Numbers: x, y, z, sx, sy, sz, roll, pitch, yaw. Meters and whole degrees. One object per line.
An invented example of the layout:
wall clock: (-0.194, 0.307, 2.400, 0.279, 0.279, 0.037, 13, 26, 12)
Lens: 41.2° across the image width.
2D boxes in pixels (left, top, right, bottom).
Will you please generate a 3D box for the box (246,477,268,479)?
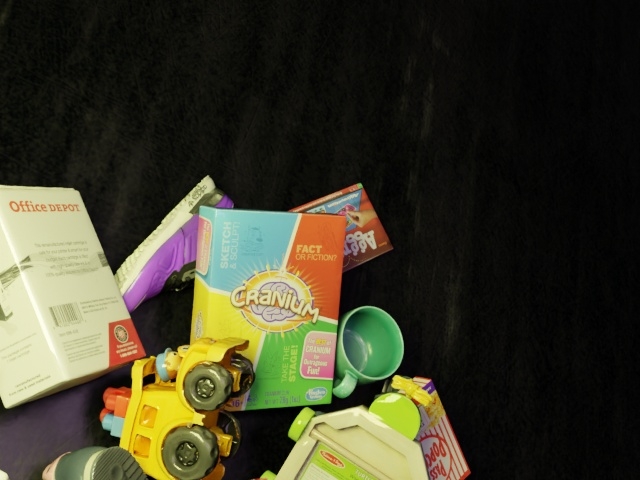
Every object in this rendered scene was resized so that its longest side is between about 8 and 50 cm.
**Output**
box: (-0.120, 0.490, 1.236, 0.128, 0.122, 0.257, -9, 77, -34)

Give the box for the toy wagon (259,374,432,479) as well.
toy wagon: (0.064, 0.366, 1.310, 0.267, 0.068, 0.344, 31, 91, 12)

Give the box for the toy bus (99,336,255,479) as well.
toy bus: (-0.218, 0.232, 1.230, 0.211, 0.149, 0.220, 14, 92, 13)

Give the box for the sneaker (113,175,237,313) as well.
sneaker: (-0.213, 0.033, 1.369, 0.146, 0.102, 0.293, 44, 55, -11)

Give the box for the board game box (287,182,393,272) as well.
board game box: (0.000, 0.000, 1.563, 0.281, 0.027, 0.145, -24, 87, -36)

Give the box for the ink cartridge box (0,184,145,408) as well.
ink cartridge box: (-0.385, 0.071, 1.187, 0.273, 0.114, 0.197, 67, 18, 6)

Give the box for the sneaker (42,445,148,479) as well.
sneaker: (-0.281, 0.426, 1.185, 0.112, 0.131, 0.319, -37, 114, -56)

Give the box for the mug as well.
mug: (0.056, 0.192, 1.479, 0.157, 0.097, 0.130, -19, 83, -35)

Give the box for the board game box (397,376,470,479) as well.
board game box: (0.159, 0.351, 1.426, 0.146, 0.045, 0.194, -34, 108, -31)

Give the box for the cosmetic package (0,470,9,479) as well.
cosmetic package: (-0.489, 0.464, 0.874, 0.161, 0.230, 0.453, 16, 46, 3)

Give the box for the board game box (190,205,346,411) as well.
board game box: (-0.086, 0.109, 1.368, 0.242, 0.064, 0.317, 1, 96, -32)

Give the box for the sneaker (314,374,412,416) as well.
sneaker: (0.084, 0.293, 1.455, 0.226, 0.086, 0.163, 32, 68, -29)
